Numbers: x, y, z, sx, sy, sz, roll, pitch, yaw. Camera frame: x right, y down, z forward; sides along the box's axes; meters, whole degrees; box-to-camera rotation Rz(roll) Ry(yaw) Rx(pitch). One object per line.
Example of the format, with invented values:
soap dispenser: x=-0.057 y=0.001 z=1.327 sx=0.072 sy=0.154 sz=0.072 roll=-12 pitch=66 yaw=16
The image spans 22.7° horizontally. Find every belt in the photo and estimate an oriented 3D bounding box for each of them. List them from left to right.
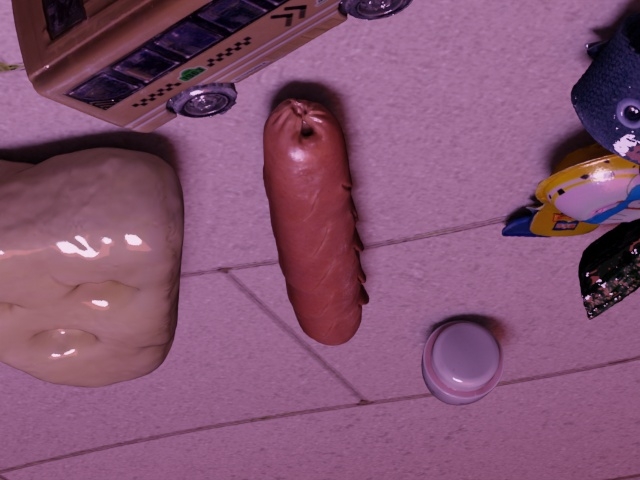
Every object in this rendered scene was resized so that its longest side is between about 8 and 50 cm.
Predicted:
belt: x=0.316 y=-0.103 z=1.339 sx=0.218 sy=0.122 sz=0.128 roll=13 pitch=135 yaw=-22

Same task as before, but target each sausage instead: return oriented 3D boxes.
sausage: x=-0.002 y=0.001 z=1.522 sx=0.088 sy=0.087 sz=0.433 roll=-7 pitch=151 yaw=3

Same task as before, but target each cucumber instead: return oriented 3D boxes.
cucumber: x=0.331 y=-0.015 z=1.544 sx=0.220 sy=0.070 sz=0.046 roll=-34 pitch=127 yaw=7

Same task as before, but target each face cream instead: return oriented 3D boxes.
face cream: x=0.156 y=0.140 z=1.783 sx=0.091 sy=0.091 sz=0.095 roll=-1 pitch=158 yaw=-6

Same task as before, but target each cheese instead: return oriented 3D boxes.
cheese: x=-0.289 y=0.046 z=1.507 sx=0.351 sy=0.129 sz=0.328 roll=-6 pitch=150 yaw=0
cheese: x=0.260 y=-0.043 z=1.503 sx=0.157 sy=0.064 sz=0.250 roll=0 pitch=163 yaw=-22

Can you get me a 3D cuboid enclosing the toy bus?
toy bus: x=-0.071 y=-0.193 z=1.090 sx=0.290 sy=0.139 sz=0.157 roll=-24 pitch=159 yaw=32
